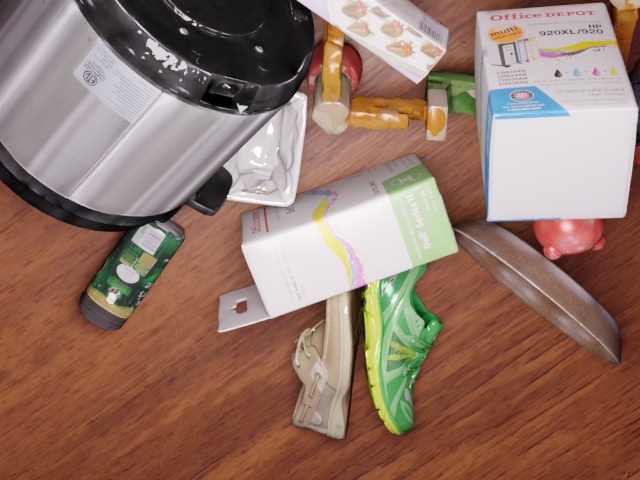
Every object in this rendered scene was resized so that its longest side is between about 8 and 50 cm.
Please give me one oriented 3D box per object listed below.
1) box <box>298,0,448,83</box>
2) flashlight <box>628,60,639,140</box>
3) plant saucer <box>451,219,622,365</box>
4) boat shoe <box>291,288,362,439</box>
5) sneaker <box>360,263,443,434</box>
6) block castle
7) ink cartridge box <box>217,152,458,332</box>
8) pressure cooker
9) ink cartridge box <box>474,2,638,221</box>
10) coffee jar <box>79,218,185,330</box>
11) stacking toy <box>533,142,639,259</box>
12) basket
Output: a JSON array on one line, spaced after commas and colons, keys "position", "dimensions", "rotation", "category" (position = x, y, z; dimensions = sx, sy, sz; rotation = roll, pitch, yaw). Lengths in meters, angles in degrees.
[{"position": [0.015, -0.318, 1.594], "dimensions": [0.324, 0.067, 0.063], "rotation": [32, 124, -15], "category": "box"}, {"position": [0.520, -0.289, 1.852], "dimensions": [0.103, 0.103, 0.304], "rotation": [25, 98, -48], "category": "flashlight"}, {"position": [0.316, 0.064, 1.831], "dimensions": [0.311, 0.310, 0.050], "rotation": [40, 90, -13], "category": "plant saucer"}, {"position": [0.003, 0.180, 1.903], "dimensions": [0.098, 0.109, 0.302], "rotation": [9, 133, 5], "category": "boat shoe"}, {"position": [0.127, 0.159, 1.941], "dimensions": [0.124, 0.109, 0.295], "rotation": [-3, 104, 1], "category": "sneaker"}, {"position": [0.207, -0.305, 1.764], "dimensions": [0.454, 0.212, 0.303], "rotation": [3, 126, 0], "category": "block castle"}, {"position": [0.000, 0.000, 1.839], "dimensions": [0.354, 0.207, 0.119], "rotation": [-20, 104, 0], "category": "ink cartridge box"}, {"position": [-0.263, -0.220, 1.653], "dimensions": [0.420, 0.376, 0.369], "rotation": [-41, 66, 38], "category": "pressure cooker"}, {"position": [0.283, -0.161, 1.585], "dimensions": [0.171, 0.232, 0.168], "rotation": [-3, 131, 3], "category": "ink cartridge box"}, {"position": [-0.280, 0.044, 1.888], "dimensions": [0.079, 0.096, 0.184], "rotation": [35, 100, -9], "category": "coffee jar"}, {"position": [0.418, -0.064, 1.809], "dimensions": [0.309, 0.279, 0.130], "rotation": [-11, 92, -5], "category": "stacking toy"}, {"position": [-0.085, -0.144, 1.850], "dimensions": [0.113, 0.103, 0.167], "rotation": [6, 103, -6], "category": "basket"}]
